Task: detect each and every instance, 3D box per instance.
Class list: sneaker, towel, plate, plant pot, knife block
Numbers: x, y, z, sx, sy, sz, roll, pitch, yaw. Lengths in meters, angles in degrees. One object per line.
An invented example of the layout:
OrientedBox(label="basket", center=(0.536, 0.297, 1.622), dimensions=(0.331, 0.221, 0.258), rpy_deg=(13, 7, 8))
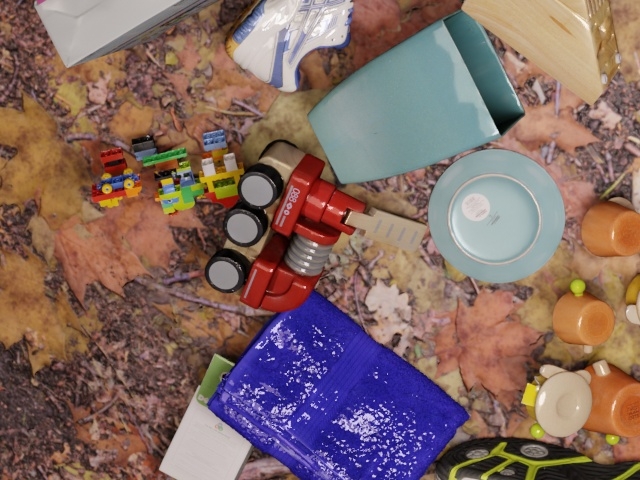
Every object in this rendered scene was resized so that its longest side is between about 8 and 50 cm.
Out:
OrientedBox(label="sneaker", center=(0.007, -0.328, 1.943), dimensions=(0.131, 0.112, 0.296), rpy_deg=(38, 111, -15))
OrientedBox(label="towel", center=(0.026, 0.233, 2.026), dimensions=(0.308, 0.076, 0.227), rpy_deg=(38, 80, 2))
OrientedBox(label="sneaker", center=(0.339, 0.373, 1.990), dimensions=(0.385, 0.145, 0.147), rpy_deg=(11, 113, 17))
OrientedBox(label="plate", center=(0.237, -0.030, 1.982), dimensions=(0.188, 0.024, 0.188), rpy_deg=(3, 105, 14))
OrientedBox(label="plant pot", center=(0.116, -0.177, 1.912), dimensions=(0.234, 0.166, 0.165), rpy_deg=(-25, 96, 24))
OrientedBox(label="knife block", center=(0.242, -0.310, 1.874), dimensions=(0.242, 0.088, 0.275), rpy_deg=(-1, 120, 31))

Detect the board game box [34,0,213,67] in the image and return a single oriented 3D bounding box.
OrientedBox(label="board game box", center=(-0.202, -0.331, 1.874), dimensions=(0.224, 0.303, 0.097), rpy_deg=(-26, 95, 18))

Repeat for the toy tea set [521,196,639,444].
OrientedBox(label="toy tea set", center=(0.371, 0.111, 1.938), dimensions=(0.200, 0.124, 0.336), rpy_deg=(20, 89, -26))

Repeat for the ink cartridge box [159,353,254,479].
OrientedBox(label="ink cartridge box", center=(-0.141, 0.266, 2.126), dimensions=(0.109, 0.062, 0.209), rpy_deg=(28, 108, 6))

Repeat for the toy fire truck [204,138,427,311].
OrientedBox(label="toy fire truck", center=(0.000, 0.000, 1.983), dimensions=(0.246, 0.158, 0.217), rpy_deg=(26, 119, 4))

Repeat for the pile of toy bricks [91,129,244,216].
OrientedBox(label="pile of toy bricks", center=(-0.209, -0.078, 2.055), dimensions=(0.212, 0.118, 0.105), rpy_deg=(-12, 129, 1))
